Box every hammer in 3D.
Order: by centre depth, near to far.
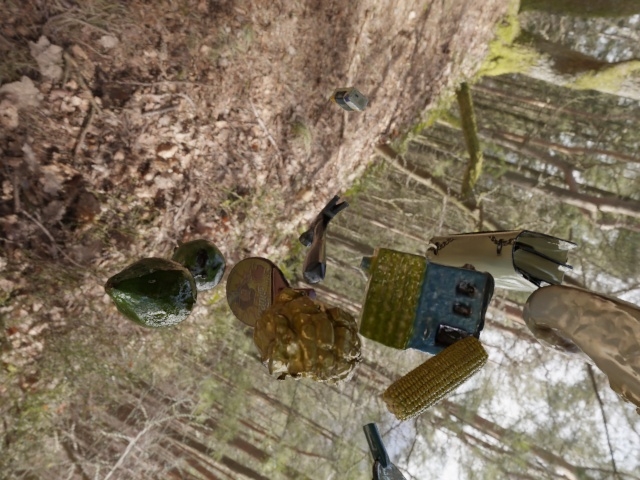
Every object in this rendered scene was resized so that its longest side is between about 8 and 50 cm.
[{"bbox_3d":[0.000,0.000,0.832,0.137,0.037,0.290,-51,-169,18],"label":"hammer"}]

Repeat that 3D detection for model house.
[{"bbox_3d":[0.235,0.147,1.121,0.215,0.303,0.237,-2,106,-88],"label":"model house"}]

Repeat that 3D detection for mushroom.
[{"bbox_3d":[0.716,0.226,1.082,0.313,0.397,0.224,-7,126,-49],"label":"mushroom"}]

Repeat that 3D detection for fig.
[{"bbox_3d":[-0.281,0.080,0.735,0.123,0.123,0.156,-63,160,-13],"label":"fig"}]

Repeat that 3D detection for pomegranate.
[{"bbox_3d":[-0.281,0.048,0.993,0.122,0.161,0.122,-25,130,-34],"label":"pomegranate"}]

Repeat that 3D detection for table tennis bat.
[{"bbox_3d":[0.184,0.606,1.086,0.044,0.329,0.215,-38,139,14],"label":"table tennis bat"},{"bbox_3d":[-0.147,0.145,1.247,0.038,0.310,0.200,-1,90,-55],"label":"table tennis bat"}]

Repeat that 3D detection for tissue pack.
[{"bbox_3d":[0.073,-0.356,1.135,0.062,0.083,0.042,27,90,-36],"label":"tissue pack"}]

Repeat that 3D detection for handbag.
[{"bbox_3d":[0.507,0.057,1.303,0.358,0.236,0.160,-5,-111,67],"label":"handbag"}]

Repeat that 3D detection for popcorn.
[{"bbox_3d":[-0.032,0.210,0.946,0.250,0.250,0.190,79,28,-58],"label":"popcorn"}]

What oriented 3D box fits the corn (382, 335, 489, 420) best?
[{"bbox_3d":[0.242,0.285,0.930,0.248,0.081,0.081,-26,144,-19],"label":"corn"}]
